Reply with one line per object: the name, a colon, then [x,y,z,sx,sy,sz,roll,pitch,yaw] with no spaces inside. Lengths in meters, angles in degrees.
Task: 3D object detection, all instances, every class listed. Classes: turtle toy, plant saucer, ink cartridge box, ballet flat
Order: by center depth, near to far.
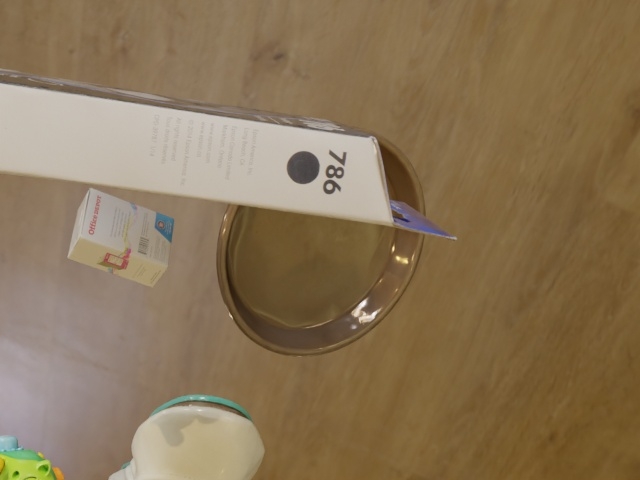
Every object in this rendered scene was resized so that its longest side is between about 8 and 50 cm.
ink cartridge box: [-0.076,-0.065,0.753,0.332,0.165,0.065,9,99,-12]
turtle toy: [-0.253,0.200,0.830,0.130,0.066,0.095,-35,116,20]
ballet flat: [-0.159,0.281,1.157,0.139,0.139,0.400,36,149,-4]
plant saucer: [0.000,0.000,1.236,0.041,0.278,0.278,32,149,54]
ink cartridge box: [-0.261,-0.004,1.407,0.122,0.089,0.052,22,135,-22]
